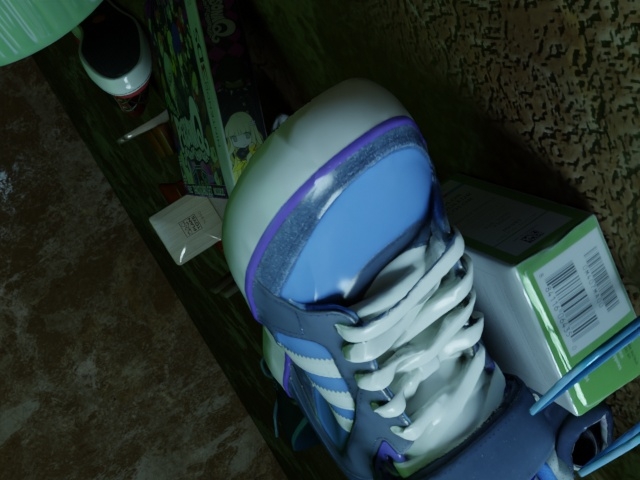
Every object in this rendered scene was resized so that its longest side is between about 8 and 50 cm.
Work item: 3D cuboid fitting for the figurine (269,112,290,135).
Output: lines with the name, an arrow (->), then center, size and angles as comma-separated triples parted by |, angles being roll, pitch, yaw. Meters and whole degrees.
figurine -> 0.000, 0.000, 0.965 | 0.215, 0.092, 0.209 | 54, 158, 14

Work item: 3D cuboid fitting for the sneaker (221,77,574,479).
sneaker -> 0.070, 0.079, 0.549 | 0.236, 0.130, 0.322 | 45, 160, 21

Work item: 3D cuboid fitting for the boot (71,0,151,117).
boot -> -0.258, -0.215, 1.336 | 0.244, 0.088, 0.176 | 53, 169, 48

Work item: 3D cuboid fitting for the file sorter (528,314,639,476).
file sorter -> 0.195, 0.105, 0.466 | 0.170, 0.104, 0.118 | 53, 165, 17

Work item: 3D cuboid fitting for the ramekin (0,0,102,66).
ramekin -> -0.330, -0.304, 0.952 | 0.303, 0.303, 0.148 | 46, 170, 37

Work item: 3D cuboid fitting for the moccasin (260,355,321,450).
moccasin -> 0.003, 0.143, 1.214 | 0.117, 0.138, 0.342 | 55, 153, 26

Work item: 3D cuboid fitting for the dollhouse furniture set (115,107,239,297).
dollhouse furniture set -> -0.172, -0.041, 1.319 | 0.262, 0.135, 0.259 | 59, 166, -11

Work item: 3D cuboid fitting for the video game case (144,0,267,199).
video game case -> -0.111, -0.145, 0.950 | 0.232, 0.042, 0.210 | -167, 65, -71

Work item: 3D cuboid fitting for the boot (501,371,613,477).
boot -> 0.165, 0.149, 0.734 | 0.086, 0.069, 0.190 | 53, 166, 37

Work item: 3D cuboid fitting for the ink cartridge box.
ink cartridge box -> 0.110, 0.022, 0.653 | 0.109, 0.062, 0.209 | 62, 165, -22
